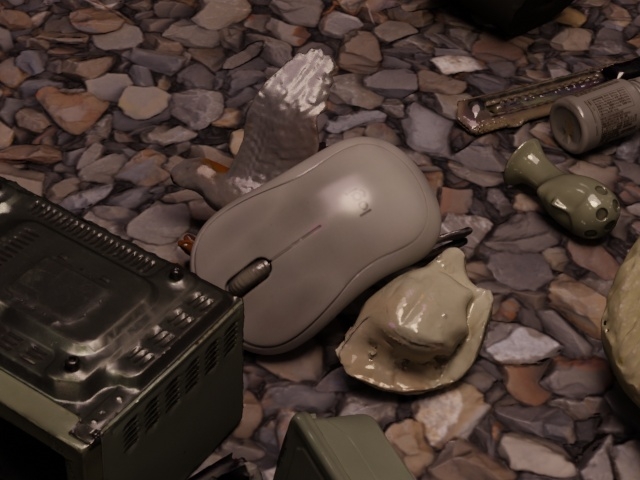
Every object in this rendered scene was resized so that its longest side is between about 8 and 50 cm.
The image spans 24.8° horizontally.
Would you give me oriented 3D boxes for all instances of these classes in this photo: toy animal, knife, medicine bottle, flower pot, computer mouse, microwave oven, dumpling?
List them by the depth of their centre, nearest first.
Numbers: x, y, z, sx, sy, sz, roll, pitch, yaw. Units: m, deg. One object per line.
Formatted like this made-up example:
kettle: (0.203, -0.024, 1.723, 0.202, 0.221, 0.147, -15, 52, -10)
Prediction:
microwave oven: (-0.289, 0.111, 1.483, 0.355, 0.218, 0.286, 26, 47, 23)
dumpling: (0.115, 0.097, 1.613, 0.136, 0.118, 0.199, 40, 74, 13)
computer mouse: (0.000, 0.000, 1.632, 0.297, 0.121, 0.184, -28, 82, -12)
toy animal: (-0.022, -0.026, 1.762, 0.302, 0.225, 0.284, -34, 74, -19)
medicine bottle: (0.384, -0.172, 1.952, 0.140, 0.079, 0.079, -21, 47, -25)
knife: (0.356, -0.206, 2.017, 0.365, 0.043, 0.089, -13, 43, -17)
flower pot: (0.292, -0.410, 2.123, 0.269, 0.269, 0.166, -28, 72, -31)

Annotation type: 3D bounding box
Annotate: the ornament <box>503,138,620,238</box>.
ornament: (0.304, -0.059, 1.824, 0.081, 0.074, 0.156, -10, 41, -43)

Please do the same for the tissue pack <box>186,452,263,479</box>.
tissue pack: (-0.133, 0.347, 1.300, 0.332, 0.123, 0.245, -26, 52, -30)

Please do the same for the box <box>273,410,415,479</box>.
box: (0.034, 0.254, 1.425, 0.093, 0.124, 0.172, -7, 43, -28)

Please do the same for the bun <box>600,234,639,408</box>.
bun: (0.485, 0.090, 1.524, 0.211, 0.360, 0.359, 31, 23, -40)
